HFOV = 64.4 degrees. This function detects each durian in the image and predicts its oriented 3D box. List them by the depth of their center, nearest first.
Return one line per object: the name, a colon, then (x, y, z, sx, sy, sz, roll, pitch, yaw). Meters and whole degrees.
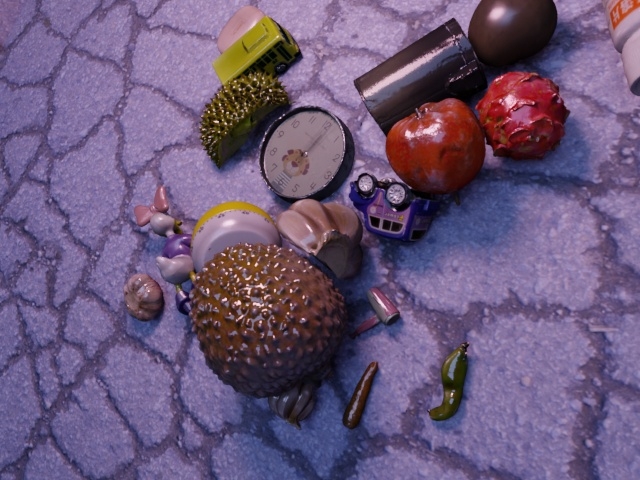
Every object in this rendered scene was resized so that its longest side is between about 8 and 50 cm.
durian: (-0.258, -0.403, 1.625, 0.356, 0.169, 0.157, -38, 59, 12)

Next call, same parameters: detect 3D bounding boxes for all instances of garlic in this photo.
garlic: (0.000, 0.000, 1.366, 0.292, 0.238, 0.210, -132, 46, -60)
garlic: (-0.062, 0.404, 1.383, 0.127, 0.131, 0.194, 35, 84, -6)
garlic: (-0.583, 0.187, 1.682, 0.147, 0.102, 0.159, -9, 93, 28)

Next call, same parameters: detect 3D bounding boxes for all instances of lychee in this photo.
lychee: (-0.131, 0.200, 1.282, 0.380, 0.380, 0.432, -44, 91, 10)

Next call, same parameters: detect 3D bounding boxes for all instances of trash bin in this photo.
trash bin: (0.265, -0.423, 1.365, 0.302, 0.203, 0.252, -27, 41, 18)

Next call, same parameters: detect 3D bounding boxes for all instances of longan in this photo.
longan: (0.485, -0.554, 1.301, 0.220, 0.196, 0.196, -23, 70, 18)

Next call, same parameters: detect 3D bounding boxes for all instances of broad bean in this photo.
broad bean: (0.326, 0.350, 1.258, 0.070, 0.048, 0.213, 20, 91, 26)

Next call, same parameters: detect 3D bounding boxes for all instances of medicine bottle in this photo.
medicine bottle: (0.770, -0.537, 1.155, 0.211, 0.211, 0.371, -11, 74, 22)

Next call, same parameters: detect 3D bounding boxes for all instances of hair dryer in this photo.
hair dryer: (0.132, 0.213, 1.381, 0.154, 0.054, 0.106, -49, 60, 13)

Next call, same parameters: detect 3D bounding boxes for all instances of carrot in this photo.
carrot: (0.110, 0.409, 1.351, 0.047, 0.047, 0.191, 22, 85, 27)

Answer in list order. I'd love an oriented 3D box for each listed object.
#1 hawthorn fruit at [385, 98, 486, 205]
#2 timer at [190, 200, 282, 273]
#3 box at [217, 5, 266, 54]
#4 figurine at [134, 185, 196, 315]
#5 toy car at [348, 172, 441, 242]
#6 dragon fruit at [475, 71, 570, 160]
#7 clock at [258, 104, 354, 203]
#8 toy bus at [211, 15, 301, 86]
hawthorn fruit: (0.299, -0.202, 1.249, 0.242, 0.242, 0.271, -26, 110, 18)
timer: (-0.253, -0.005, 1.510, 0.285, 0.285, 0.285, -5, 77, 24)
box: (-0.264, -0.702, 1.733, 0.146, 0.088, 0.200, 44, 99, 25)
figurine: (-0.461, 0.040, 1.608, 0.154, 0.193, 0.420, -34, 62, 18)
toy car: (0.186, -0.087, 1.360, 0.235, 0.172, 0.157, 21, 103, 31)
dragon fruit: (0.489, -0.319, 1.251, 0.205, 0.210, 0.268, 0, 42, -6)
clock: (-0.050, -0.262, 1.556, 0.313, 0.061, 0.312, -5, 77, 24)
toy bus: (-0.210, -0.593, 1.651, 0.262, 0.150, 0.128, -35, 66, 16)
